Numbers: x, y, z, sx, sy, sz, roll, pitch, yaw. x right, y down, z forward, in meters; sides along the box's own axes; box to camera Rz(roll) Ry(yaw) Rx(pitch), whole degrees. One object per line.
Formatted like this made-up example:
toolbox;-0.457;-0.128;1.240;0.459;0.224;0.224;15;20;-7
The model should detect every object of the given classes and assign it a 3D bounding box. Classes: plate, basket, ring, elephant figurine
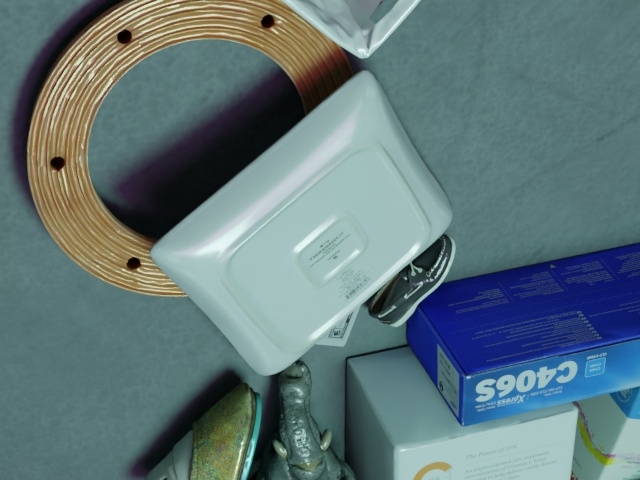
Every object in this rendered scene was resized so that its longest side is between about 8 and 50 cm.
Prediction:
plate;0.000;0.000;1.673;0.277;0.045;0.278;-41;142;-3
basket;0.006;-0.266;1.525;0.167;0.103;0.113;34;105;-36
ring;-0.121;-0.098;1.620;0.336;0.032;0.336;-9;121;-16
elephant figurine;-0.018;0.283;1.869;0.186;0.239;0.169;-30;150;32

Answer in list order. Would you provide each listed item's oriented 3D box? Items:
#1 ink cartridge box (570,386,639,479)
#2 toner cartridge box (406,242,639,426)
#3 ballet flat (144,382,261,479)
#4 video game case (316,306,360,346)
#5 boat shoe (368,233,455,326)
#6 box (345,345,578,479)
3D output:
ink cartridge box;0.339;0.227;1.972;0.078;0.134;0.231;6;119;-25
toner cartridge box;0.285;0.095;1.844;0.348;0.165;0.075;-11;126;-15
ballet flat;-0.148;0.308;1.848;0.123;0.123;0.348;0;122;-22
video game case;-0.015;0.041;1.776;0.143;0.019;0.157;7;120;-25
boat shoe;0.098;0.041;1.807;0.038;0.046;0.125;20;121;-37
box;0.153;0.297;1.922;0.215;0.168;0.345;-10;126;-15
